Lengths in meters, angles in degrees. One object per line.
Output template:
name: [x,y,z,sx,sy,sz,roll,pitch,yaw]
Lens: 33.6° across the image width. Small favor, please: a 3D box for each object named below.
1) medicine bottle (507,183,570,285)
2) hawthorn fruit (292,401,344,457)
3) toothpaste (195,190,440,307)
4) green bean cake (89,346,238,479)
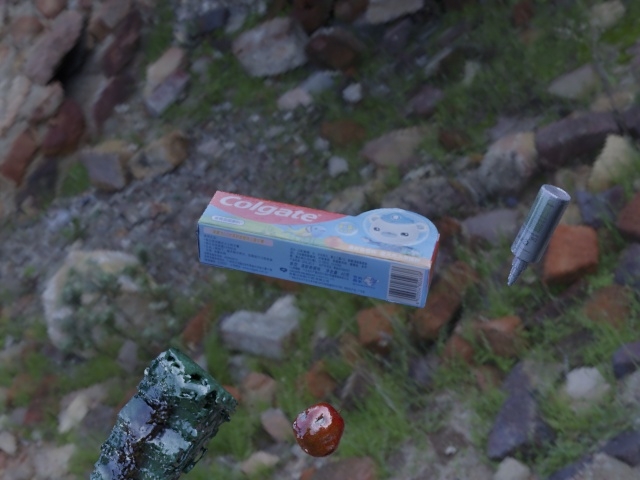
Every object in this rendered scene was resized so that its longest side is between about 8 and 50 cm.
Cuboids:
medicine bottle: [0.379,-0.003,1.895,0.057,0.058,0.199,-114,41,-56]
hawthorn fruit: [0.001,0.304,1.720,0.093,0.093,0.093,-28,35,23]
toothpaste: [0.000,0.000,0.879,0.193,0.044,0.070,11,39,10]
green bean cake: [-0.208,0.251,1.363,0.208,0.107,0.193,-51,-9,-7]
